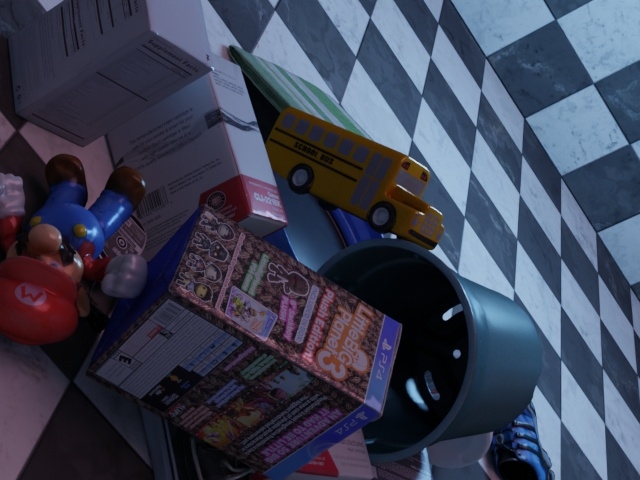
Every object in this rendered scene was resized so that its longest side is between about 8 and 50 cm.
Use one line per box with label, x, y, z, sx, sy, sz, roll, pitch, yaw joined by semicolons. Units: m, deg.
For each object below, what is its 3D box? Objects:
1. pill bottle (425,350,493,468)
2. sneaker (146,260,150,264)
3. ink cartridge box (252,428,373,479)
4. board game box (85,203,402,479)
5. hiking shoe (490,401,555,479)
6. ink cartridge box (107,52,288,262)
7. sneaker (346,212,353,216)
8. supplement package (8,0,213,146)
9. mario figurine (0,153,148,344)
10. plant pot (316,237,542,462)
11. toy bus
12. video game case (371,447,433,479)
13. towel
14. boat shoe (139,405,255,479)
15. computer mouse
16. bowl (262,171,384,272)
pill bottle;0.259;0.287;2.268;0.161;0.161;0.283;56;25;-15
sneaker;-0.105;0.096;1.623;0.121;0.299;0.111;86;18;-72
ink cartridge box;-0.060;0.218;1.753;0.226;0.131;0.306;21;50;-55
board game box;-0.092;0.132;1.437;0.291;0.232;0.141;33;46;-16
hiking shoe;0.399;0.408;2.480;0.304;0.113;0.132;62;24;-3
ink cartridge box;-0.188;-0.113;1.741;0.114;0.197;0.273;14;54;-61
sneaker;0.044;-0.080;2.327;0.119;0.057;0.047;54;28;-17
supplement package;-0.287;-0.255;1.627;0.139;0.244;0.134;27;43;-53
mario figurine;-0.306;-0.011;1.428;0.170;0.198;0.320;60;22;-27
plant pot;0.179;0.185;1.943;0.334;0.341;0.341;12;55;-54
toy bus;0.058;-0.099;1.931;0.332;0.130;0.108;27;0;37
video game case;0.104;0.315;2.017;0.196;0.026;0.274;29;33;-30
towel;-0.019;-0.253;2.309;0.248;0.038;0.325;50;18;29
boat shoe;-0.142;0.285;1.538;0.121;0.119;0.335;0;66;-63
computer mouse;-0.289;0.031;1.595;0.106;0.042;0.193;50;33;-18
bowl;0.000;0.000;2.141;0.391;0.077;0.391;44;32;-36
